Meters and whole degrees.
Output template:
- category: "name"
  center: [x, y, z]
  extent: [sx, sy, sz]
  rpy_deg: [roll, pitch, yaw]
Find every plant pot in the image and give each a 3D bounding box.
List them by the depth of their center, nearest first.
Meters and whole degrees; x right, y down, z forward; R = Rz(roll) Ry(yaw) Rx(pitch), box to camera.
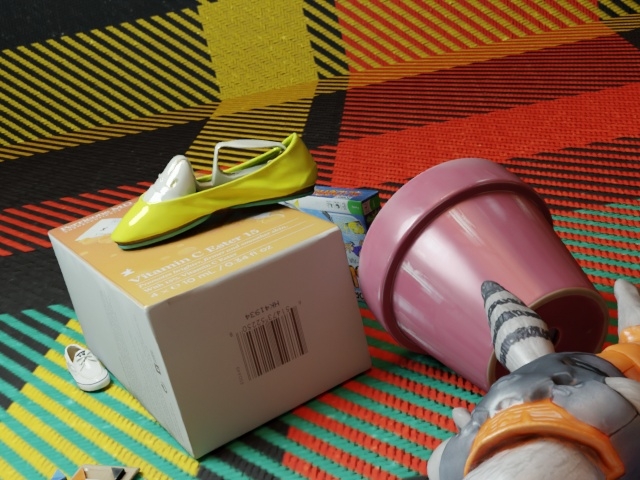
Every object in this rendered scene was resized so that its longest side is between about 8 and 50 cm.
- category: "plant pot"
  center: [0.161, 0.050, 0.845]
  extent: [0.201, 0.201, 0.180]
  rpy_deg: [-20, 38, -16]

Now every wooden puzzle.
- category: "wooden puzzle"
  center: [-0.212, 0.230, 0.839]
  extent: [0.116, 0.014, 0.078]
  rpy_deg: [-7, 22, 19]

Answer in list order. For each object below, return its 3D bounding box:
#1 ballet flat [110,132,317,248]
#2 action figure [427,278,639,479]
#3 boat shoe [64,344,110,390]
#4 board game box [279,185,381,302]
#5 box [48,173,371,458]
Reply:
- category: "ballet flat"
  center: [-0.117, -0.060, 0.956]
  extent: [0.231, 0.077, 0.077]
  rpy_deg: [-17, 22, -8]
- category: "action figure"
  center: [0.110, 0.141, 0.574]
  extent: [0.341, 0.178, 0.330]
  rpy_deg: [-29, -1, 15]
- category: "boat shoe"
  center: [-0.277, 0.146, 1.059]
  extent: [0.035, 0.035, 0.100]
  rpy_deg: [-24, 23, -24]
- category: "board game box"
  center: [0.000, 0.000, 1.118]
  extent: [0.201, 0.136, 0.035]
  rpy_deg: [7, 29, 45]
- category: "box"
  center: [-0.136, 0.060, 1.004]
  extent: [0.215, 0.168, 0.345]
  rpy_deg: [-24, 23, -25]
